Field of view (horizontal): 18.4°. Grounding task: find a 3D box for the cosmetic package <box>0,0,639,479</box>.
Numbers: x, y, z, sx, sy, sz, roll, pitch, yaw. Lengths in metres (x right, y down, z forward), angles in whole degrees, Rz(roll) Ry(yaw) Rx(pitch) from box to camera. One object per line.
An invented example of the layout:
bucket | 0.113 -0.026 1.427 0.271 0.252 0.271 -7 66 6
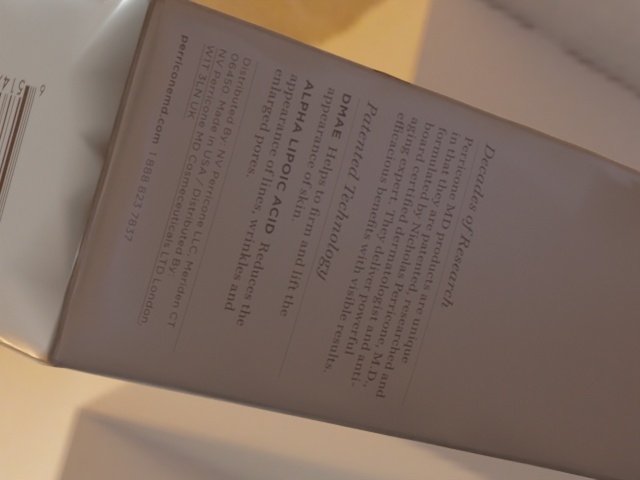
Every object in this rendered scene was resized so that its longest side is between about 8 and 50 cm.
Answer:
cosmetic package | 0.000 0.000 0.924 0.385 0.156 0.217 14 2 -40
